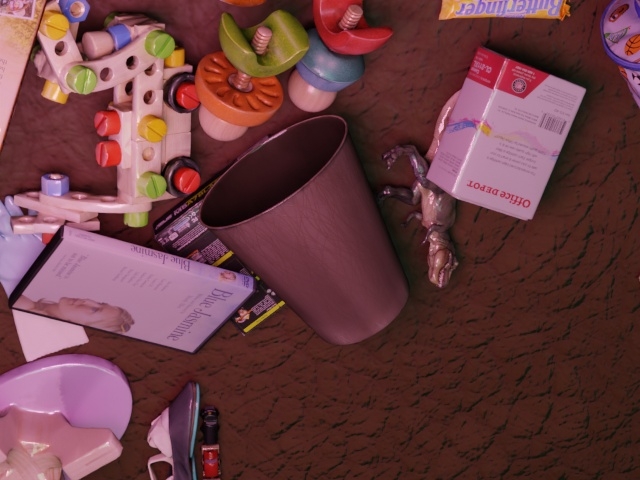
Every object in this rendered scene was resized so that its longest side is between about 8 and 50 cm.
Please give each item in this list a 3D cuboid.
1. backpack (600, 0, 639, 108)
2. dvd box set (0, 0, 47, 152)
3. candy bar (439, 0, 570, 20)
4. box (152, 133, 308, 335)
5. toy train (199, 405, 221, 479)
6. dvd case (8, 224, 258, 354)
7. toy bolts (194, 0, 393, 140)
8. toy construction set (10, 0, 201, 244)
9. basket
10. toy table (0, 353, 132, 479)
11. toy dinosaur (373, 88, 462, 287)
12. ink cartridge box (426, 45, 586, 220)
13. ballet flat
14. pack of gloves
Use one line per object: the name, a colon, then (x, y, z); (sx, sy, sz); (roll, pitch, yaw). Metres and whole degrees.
backpack: (0.457, -0.257, 1.895); (0.263, 0.276, 0.213); (-35, 111, 14)
dvd box set: (-0.439, -0.240, 1.683); (0.308, 0.062, 0.420); (16, 87, -7)
candy bar: (0.221, -0.282, 1.966); (0.161, 0.018, 0.040); (0, 115, -9)
box: (-0.078, -0.005, 2.027); (0.191, 0.045, 0.184); (-38, 118, 7)
toy train: (-0.142, 0.290, 2.155); (0.027, 0.036, 0.158); (-4, 115, -8)
dvd case: (-0.226, 0.064, 1.979); (0.253, 0.022, 0.180); (16, 143, -24)
toy bolts: (-0.058, -0.223, 1.887); (0.228, 0.218, 0.158); (-5, 143, -33)
toy construction set: (-0.248, -0.129, 1.876); (0.215, 0.151, 0.327); (-11, 129, -34)
basket: (0.000, 0.000, 1.942); (0.204, 0.154, 0.227); (-38, 120, -6)
toy table: (-0.358, 0.271, 2.039); (0.274, 0.161, 0.252); (-41, 115, 11)
toy dinosaur: (0.126, -0.074, 2.024); (0.118, 0.064, 0.268); (-2, 112, -21)
ink cartridge box: (0.221, -0.127, 1.977); (0.127, 0.072, 0.175); (17, 101, -31)
ballet flat: (-0.189, 0.273, 2.123); (0.074, 0.074, 0.203); (-3, 118, -9)
pack of gloves: (-0.409, 0.065, 1.998); (0.195, 0.046, 0.232); (-17, 117, -1)
